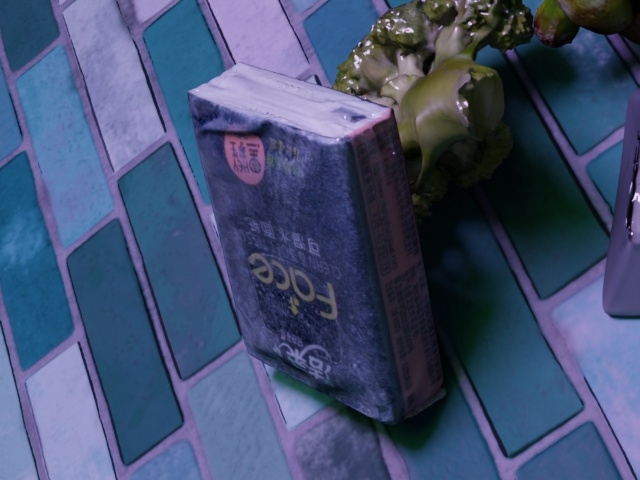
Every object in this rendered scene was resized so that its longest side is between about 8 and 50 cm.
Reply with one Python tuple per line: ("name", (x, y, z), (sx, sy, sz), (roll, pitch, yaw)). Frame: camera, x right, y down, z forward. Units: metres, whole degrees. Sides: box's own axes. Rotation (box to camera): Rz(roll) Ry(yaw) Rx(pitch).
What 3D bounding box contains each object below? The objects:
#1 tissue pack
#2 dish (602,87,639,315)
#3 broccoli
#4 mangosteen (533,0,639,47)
("tissue pack", (0.000, 0.000, 1.608), (0.103, 0.315, 0.228), (-32, 35, -30))
("dish", (0.338, -0.058, 1.528), (0.182, 0.080, 0.243), (-6, 63, 35))
("broccoli", (0.134, -0.139, 1.649), (0.302, 0.186, 0.254), (-19, 42, 50))
("mangosteen", (0.320, -0.324, 1.563), (0.300, 0.300, 0.300), (-18, 55, 29))
